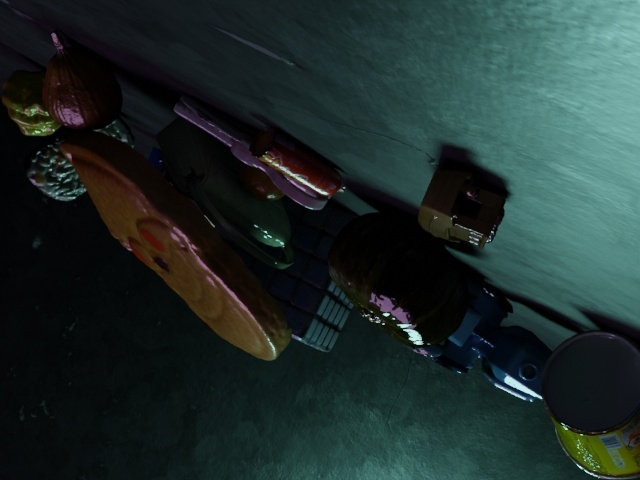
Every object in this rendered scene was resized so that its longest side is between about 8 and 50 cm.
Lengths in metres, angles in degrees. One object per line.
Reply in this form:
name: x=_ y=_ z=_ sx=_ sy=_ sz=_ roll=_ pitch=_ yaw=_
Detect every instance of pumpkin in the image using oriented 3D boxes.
pumpkin: x=0.116 y=0.054 z=1.556 sx=0.223 sy=0.157 sz=0.224 roll=42 pitch=170 yaw=9

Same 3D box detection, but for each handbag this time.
handbag: x=-0.129 y=-0.060 z=1.607 sx=0.256 sy=0.079 sz=0.219 roll=34 pitch=-153 yaw=-51

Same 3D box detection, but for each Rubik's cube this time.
Rubik's cube: x=-0.053 y=0.039 z=1.920 sx=0.237 sy=0.237 sz=0.238 roll=24 pitch=174 yaw=17

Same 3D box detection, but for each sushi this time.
sushi: x=-0.487 y=-0.175 z=2.194 sx=0.136 sy=0.225 sz=0.126 roll=61 pitch=-179 yaw=-16

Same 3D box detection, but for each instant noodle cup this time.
instant noodle cup: x=0.416 y=0.233 z=1.580 sx=0.205 sy=0.205 sz=0.153 roll=25 pitch=169 yaw=39

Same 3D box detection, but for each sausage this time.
sausage: x=-0.023 y=-0.093 z=1.387 sx=0.145 sy=0.048 sz=0.050 roll=29 pitch=138 yaw=-36

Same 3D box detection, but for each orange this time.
orange: x=-0.078 y=-0.095 z=1.556 sx=0.083 sy=0.070 sz=0.083 roll=40 pitch=168 yaw=10

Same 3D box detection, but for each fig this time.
fig: x=-0.347 y=-0.236 z=1.561 sx=0.119 sy=0.153 sz=0.119 roll=-6 pitch=-159 yaw=2

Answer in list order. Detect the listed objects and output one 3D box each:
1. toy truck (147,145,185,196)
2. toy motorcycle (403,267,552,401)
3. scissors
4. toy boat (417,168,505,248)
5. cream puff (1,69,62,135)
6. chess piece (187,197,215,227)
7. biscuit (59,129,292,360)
toy truck: x=-0.282 y=-0.111 z=2.344 sx=0.213 sy=0.161 sz=0.177 roll=28 pitch=-164 yaw=-1
toy motorcycle: x=0.231 y=0.144 z=1.773 sx=0.416 sy=0.172 sz=0.232 roll=36 pitch=-177 yaw=1
scissors: x=-0.089 y=-0.121 z=1.456 sx=0.242 sy=0.030 sz=0.118 roll=32 pitch=-160 yaw=2
toy boat: x=0.139 y=-0.027 z=1.063 sx=0.077 sy=0.057 sz=0.200 roll=21 pitch=175 yaw=6
cream puff: x=-0.538 y=-0.275 z=2.122 sx=0.116 sy=0.146 sz=0.146 roll=-16 pitch=156 yaw=21
chess piece: x=-0.138 y=-0.015 z=2.243 sx=0.139 sy=0.124 sz=0.307 roll=5 pitch=150 yaw=46
biscuit: x=-0.219 y=0.010 z=1.631 sx=0.455 sy=0.078 sz=0.350 roll=47 pitch=159 yaw=-7
